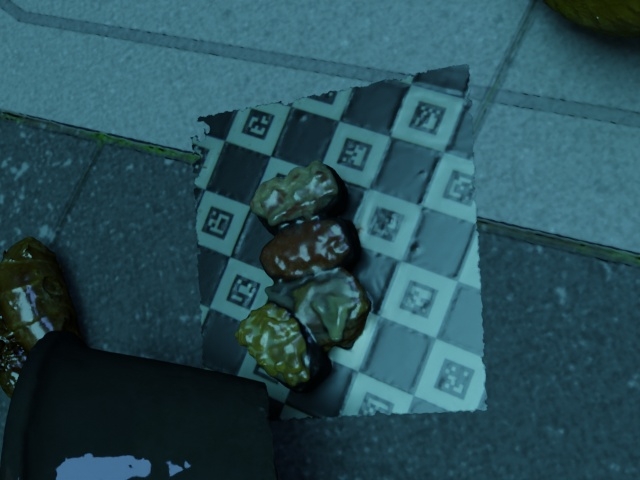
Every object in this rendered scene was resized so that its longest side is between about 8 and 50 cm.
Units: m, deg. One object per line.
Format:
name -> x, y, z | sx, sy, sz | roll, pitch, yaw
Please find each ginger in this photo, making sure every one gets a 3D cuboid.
ginger -> -0.274, 0.084, 0.708 | 0.103, 0.073, 0.162 | -30, 72, 12

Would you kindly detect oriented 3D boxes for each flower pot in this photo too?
flower pot -> -0.109, 0.189, 0.558 | 0.166, 0.269, 0.268 | -7, 76, -2

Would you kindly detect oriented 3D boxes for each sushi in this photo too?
sushi -> 0.000, 0.000, 0.644 | 0.264, 0.050, 0.289 | -7, 77, 18

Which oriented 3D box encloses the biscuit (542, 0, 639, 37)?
biscuit -> 0.226, -0.284, 0.512 | 0.102, 0.296, 0.296 | 1, 75, -26
